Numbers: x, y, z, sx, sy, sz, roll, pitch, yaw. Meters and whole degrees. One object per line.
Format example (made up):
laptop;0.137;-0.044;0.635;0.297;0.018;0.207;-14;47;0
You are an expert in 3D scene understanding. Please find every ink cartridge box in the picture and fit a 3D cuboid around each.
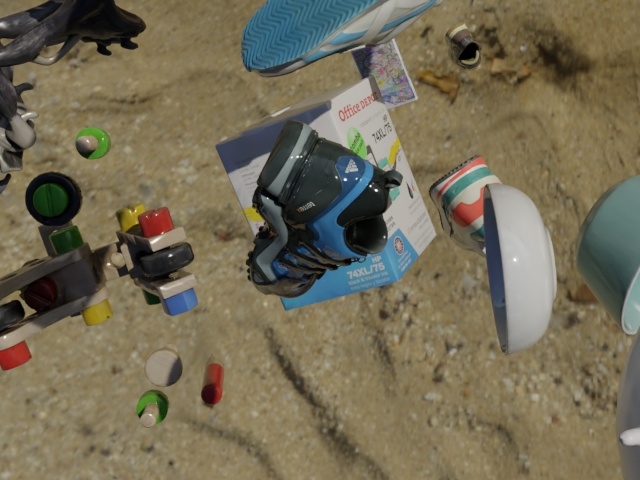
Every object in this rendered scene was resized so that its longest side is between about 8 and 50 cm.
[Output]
ink cartridge box;0.013;-0.073;1.410;0.197;0.198;0.270;-16;103;29

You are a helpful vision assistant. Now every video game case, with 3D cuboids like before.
video game case;0.115;-0.297;1.708;0.087;0.011;0.122;-14;108;34

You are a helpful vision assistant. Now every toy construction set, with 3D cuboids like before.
toy construction set;-0.234;0.061;1.115;0.257;0.237;0.309;-44;98;3

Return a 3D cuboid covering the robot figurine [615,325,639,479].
robot figurine;0.275;0.107;0.459;0.300;0.200;0.353;-45;135;17

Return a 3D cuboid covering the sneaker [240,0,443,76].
sneaker;0.025;-0.227;0.984;0.228;0.087;0.092;-24;155;15

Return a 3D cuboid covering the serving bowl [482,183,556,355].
serving bowl;0.097;0.013;0.459;0.027;0.083;0.083;-7;120;6

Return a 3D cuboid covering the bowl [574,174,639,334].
bowl;0.590;0.003;1.765;0.163;0.311;0.312;36;132;34

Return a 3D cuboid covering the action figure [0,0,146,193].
action figure;-0.251;-0.084;0.630;0.276;0.164;0.141;-46;118;6

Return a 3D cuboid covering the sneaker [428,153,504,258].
sneaker;0.130;-0.003;0.708;0.057;0.161;0.075;-35;67;6

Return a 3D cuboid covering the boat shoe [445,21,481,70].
boat shoe;0.254;-0.327;1.665;0.056;0.152;0.049;-33;69;12

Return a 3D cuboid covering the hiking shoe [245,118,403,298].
hiking shoe;0.000;0.000;1.000;0.132;0.113;0.304;23;158;7
